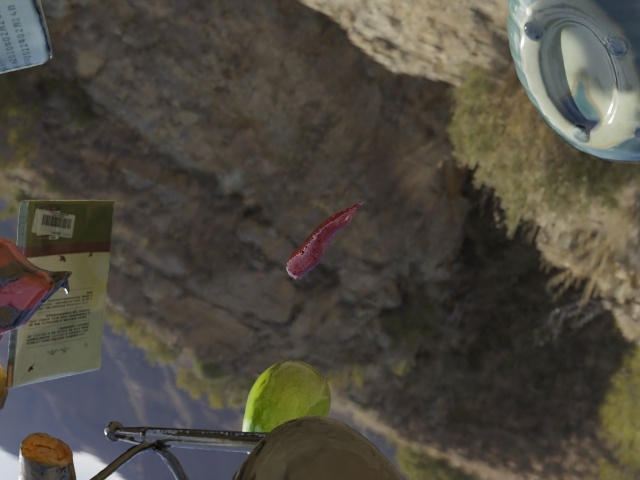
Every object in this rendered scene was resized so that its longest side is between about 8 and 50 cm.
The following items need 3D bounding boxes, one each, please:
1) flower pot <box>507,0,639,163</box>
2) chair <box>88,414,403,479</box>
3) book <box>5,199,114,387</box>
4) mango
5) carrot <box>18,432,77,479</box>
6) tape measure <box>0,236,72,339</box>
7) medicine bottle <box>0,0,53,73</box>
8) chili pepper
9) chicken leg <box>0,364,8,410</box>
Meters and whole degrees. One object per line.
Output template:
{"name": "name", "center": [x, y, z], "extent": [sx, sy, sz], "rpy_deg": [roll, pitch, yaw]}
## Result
{"name": "flower pot", "center": [0.237, -0.166, 0.798], "extent": [0.189, 0.157, 0.243], "rpy_deg": [26, 148, 39]}
{"name": "chair", "center": [-0.120, 0.383, 1.120], "extent": [0.410, 0.362, 0.364], "rpy_deg": [-23, -174, 34]}
{"name": "book", "center": [-0.403, 0.078, 1.641], "extent": [0.026, 0.289, 0.201], "rpy_deg": [11, -174, 27]}
{"name": "mango", "center": [-0.064, 0.294, 1.794], "extent": [0.143, 0.175, 0.293], "rpy_deg": [20, -173, 7]}
{"name": "carrot", "center": [-0.362, 0.338, 1.410], "extent": [0.082, 0.173, 0.082], "rpy_deg": [6, -148, -4]}
{"name": "tape measure", "center": [-0.453, 0.061, 1.176], "extent": [0.253, 0.260, 0.114], "rpy_deg": [41, 173, -7]}
{"name": "medicine bottle", "center": [-0.374, -0.230, 1.080], "extent": [0.168, 0.135, 0.135], "rpy_deg": [-15, 179, -14]}
{"name": "chili pepper", "center": [0.000, 0.000, 1.304], "extent": [0.027, 0.045, 0.178], "rpy_deg": [32, 138, -13]}
{"name": "chicken leg", "center": [-0.555, 0.225, 1.536], "extent": [0.107, 0.087, 0.251], "rpy_deg": [49, -160, 13]}
